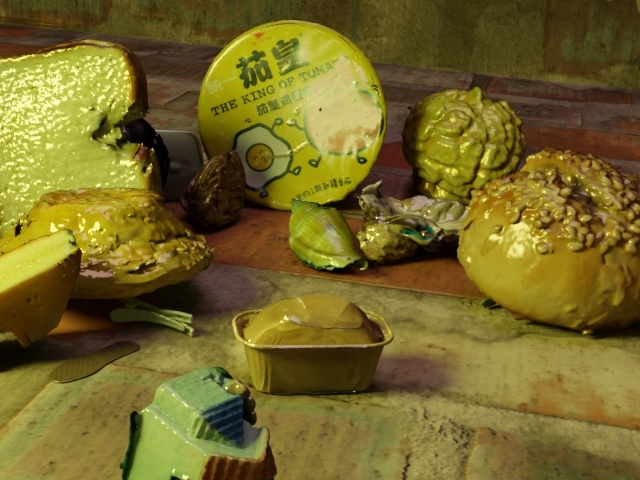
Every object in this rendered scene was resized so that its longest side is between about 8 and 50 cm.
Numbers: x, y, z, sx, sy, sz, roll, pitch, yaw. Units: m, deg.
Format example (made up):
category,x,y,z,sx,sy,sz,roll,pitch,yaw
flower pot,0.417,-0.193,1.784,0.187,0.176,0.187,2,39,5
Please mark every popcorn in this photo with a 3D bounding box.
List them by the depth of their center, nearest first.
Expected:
category,x,y,z,sx,sy,sz,roll,pitch,yaw
popcorn,0.250,-0.163,1.973,0.237,0.251,0.206,45,58,11

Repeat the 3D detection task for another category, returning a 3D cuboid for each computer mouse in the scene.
category,x,y,z,sx,sy,sz,roll,pitch,yaw
computer mouse,-0.311,-0.131,1.839,0.231,0.128,0.079,3,17,8

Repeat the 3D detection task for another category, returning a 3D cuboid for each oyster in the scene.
category,x,y,z,sx,sy,sz,roll,pitch,yaw
oyster,0.159,-0.023,1.686,0.223,0.083,0.214,9,22,-4

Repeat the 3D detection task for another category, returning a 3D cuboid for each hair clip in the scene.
category,x,y,z,sx,sy,sz,roll,pitch,yaw
hair clip,-0.208,0.097,1.332,0.115,0.030,0.039,11,38,25

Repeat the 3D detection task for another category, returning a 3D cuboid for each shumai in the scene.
category,x,y,z,sx,sy,sz,roll,pitch,yaw
shumai,-0.180,-0.080,1.733,0.105,0.123,0.139,-5,31,7

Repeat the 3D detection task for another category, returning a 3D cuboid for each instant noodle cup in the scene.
category,x,y,z,sx,sy,sz,roll,pitch,yaw
instant noodle cup,-0.042,-0.226,1.931,0.326,0.325,0.254,5,9,2

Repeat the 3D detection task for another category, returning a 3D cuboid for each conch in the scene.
category,x,y,z,sx,sy,sz,roll,pitch,yaw
conch,0.000,-0.004,1.620,0.095,0.079,0.201,-17,30,-5

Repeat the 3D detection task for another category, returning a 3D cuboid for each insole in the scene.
category,x,y,z,sx,sy,sz,roll,pitch,yaw
insole,-0.258,0.137,1.235,0.045,0.002,0.135,16,22,30

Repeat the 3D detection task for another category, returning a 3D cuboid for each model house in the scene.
category,x,y,z,sx,sy,sz,roll,pitch,yaw
model house,-0.076,0.203,0.893,0.119,0.148,0.149,-9,35,-46

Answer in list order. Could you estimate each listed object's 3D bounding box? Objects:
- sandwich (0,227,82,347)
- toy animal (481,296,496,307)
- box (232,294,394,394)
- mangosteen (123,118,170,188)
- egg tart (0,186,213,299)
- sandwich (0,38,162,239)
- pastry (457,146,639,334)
category,x,y,z,sx,sy,sz,roll,pitch,yaw
sandwich,-0.366,0.082,1.209,0.244,0.088,0.090,-29,33,-20
toy animal,0.292,0.057,1.547,0.075,0.041,0.217,13,25,18
box,-0.010,0.112,1.210,0.177,0.111,0.111,1,19,-10
mangosteen,-0.351,-0.106,1.694,0.230,0.194,0.194,-22,19,2
egg tart,-0.288,-0.003,1.403,0.294,0.123,0.294,-3,9,0
sandwich,-0.361,-0.146,1.551,0.249,0.273,0.095,-8,2,4
pastry,0.351,-0.016,1.465,0.316,0.184,0.284,-9,39,-25
